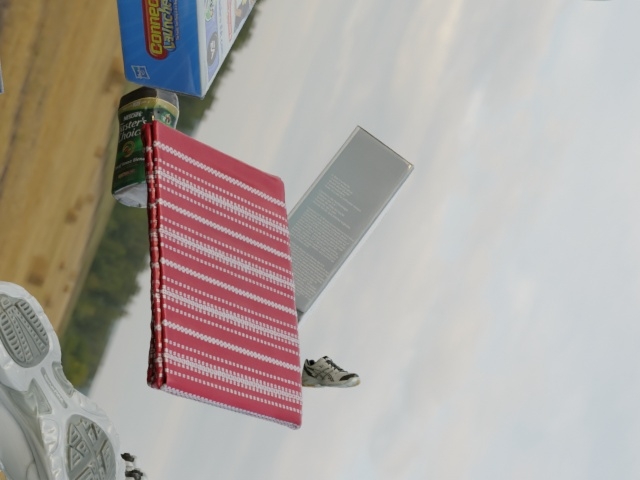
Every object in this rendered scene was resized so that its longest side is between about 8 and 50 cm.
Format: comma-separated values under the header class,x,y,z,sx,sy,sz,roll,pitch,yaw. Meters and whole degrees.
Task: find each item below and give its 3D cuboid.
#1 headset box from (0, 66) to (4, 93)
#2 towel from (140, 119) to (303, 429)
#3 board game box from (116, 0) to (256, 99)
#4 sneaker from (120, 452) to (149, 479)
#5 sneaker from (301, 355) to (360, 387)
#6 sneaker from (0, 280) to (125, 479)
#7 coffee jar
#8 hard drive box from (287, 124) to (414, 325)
class,x,y,z,sx,sy,sz,roll,pitch,yaw
headset box,-0.411,-0.229,1.138,0.283,0.131,0.246,-40,130,-63
towel,-0.094,0.032,1.228,0.031,0.199,0.275,-23,-120,34
board game box,-0.110,-0.356,1.273,0.308,0.086,0.302,92,14,-47
sneaker,-0.258,0.314,1.498,0.292,0.110,0.118,143,-46,-83
sneaker,0.010,0.148,1.454,0.083,0.032,0.037,-3,-101,40
sneaker,-0.242,0.150,1.037,0.115,0.232,0.090,-22,-176,31
coffee jar,-0.271,-0.150,2.005,0.096,0.079,0.184,-19,-121,35
hard drive box,0.000,0.000,1.574,0.232,0.089,0.181,-52,177,-21
